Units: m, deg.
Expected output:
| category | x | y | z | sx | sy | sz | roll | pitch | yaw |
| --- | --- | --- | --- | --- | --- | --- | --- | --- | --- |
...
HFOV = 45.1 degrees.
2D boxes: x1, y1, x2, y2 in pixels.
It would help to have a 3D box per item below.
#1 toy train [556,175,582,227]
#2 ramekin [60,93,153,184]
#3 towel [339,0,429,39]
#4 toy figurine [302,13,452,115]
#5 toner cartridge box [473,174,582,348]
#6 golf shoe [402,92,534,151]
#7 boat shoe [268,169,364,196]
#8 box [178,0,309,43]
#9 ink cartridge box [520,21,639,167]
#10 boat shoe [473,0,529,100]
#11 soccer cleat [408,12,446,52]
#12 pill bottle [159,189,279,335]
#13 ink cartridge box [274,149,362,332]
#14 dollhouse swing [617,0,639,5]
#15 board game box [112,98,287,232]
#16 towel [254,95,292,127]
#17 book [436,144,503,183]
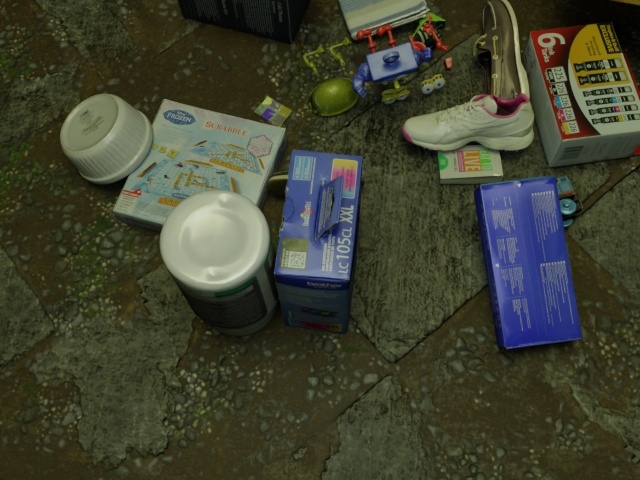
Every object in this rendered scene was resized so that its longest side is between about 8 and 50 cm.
| category | x | y | z | sx | sy | sz | roll | pitch | yaw |
| --- | --- | --- | --- | --- | --- | --- | --- | --- | --- |
| toy train | 0.492 | -0.072 | 1.735 | 0.184 | 0.080 | 0.105 | -16 | 58 | -1 |
| ramekin | -0.508 | -0.244 | 1.801 | 0.207 | 0.109 | 0.207 | -12 | 58 | 20 |
| towel | 0.146 | -0.656 | 2.006 | 0.209 | 0.034 | 0.285 | -18 | 61 | 6 |
| toy figurine | 0.130 | -0.422 | 1.795 | 0.363 | 0.217 | 0.191 | -14 | 92 | 4 |
| toner cartridge box | 0.436 | 0.046 | 1.632 | 0.165 | 0.075 | 0.347 | -7 | 84 | -2 |
| golf shoe | 0.343 | -0.285 | 1.787 | 0.306 | 0.140 | 0.115 | -1 | 48 | 5 |
| boat shoe | -0.012 | -0.149 | 1.792 | 0.224 | 0.080 | 0.073 | -3 | 58 | -6 |
| box | -0.169 | -0.726 | 1.991 | 0.313 | 0.179 | 0.343 | 16 | 69 | 10 |
| ink cartridge box | 0.647 | -0.350 | 1.817 | 0.272 | 0.130 | 0.309 | -8 | 66 | -2 |
| boat shoe | 0.430 | -0.452 | 1.882 | 0.097 | 0.116 | 0.324 | -5 | 72 | -3 |
| soccer cleat | 0.264 | -0.503 | 1.940 | 0.072 | 0.060 | 0.179 | 20 | 66 | 10 |
| pill bottle | -0.186 | 0.063 | 1.550 | 0.204 | 0.361 | 0.204 | -1 | 66 | 2 |
| ink cartridge box | 0.000 | 0.000 | 1.550 | 0.151 | 0.395 | 0.270 | 5 | 67 | 5 |
| dollhouse swing | 0.770 | -0.631 | 1.867 | 0.315 | 0.305 | 0.347 | 22 | 55 | 30 |
| board game box | -0.276 | -0.154 | 1.809 | 0.319 | 0.066 | 0.318 | 16 | 68 | 10 |
| towel | -0.116 | -0.318 | 1.904 | 0.083 | 0.009 | 0.060 | 35 | 73 | 16 |
| book | 0.350 | -0.180 | 1.813 | 0.144 | 0.035 | 0.096 | -2 | 61 | 2 |
